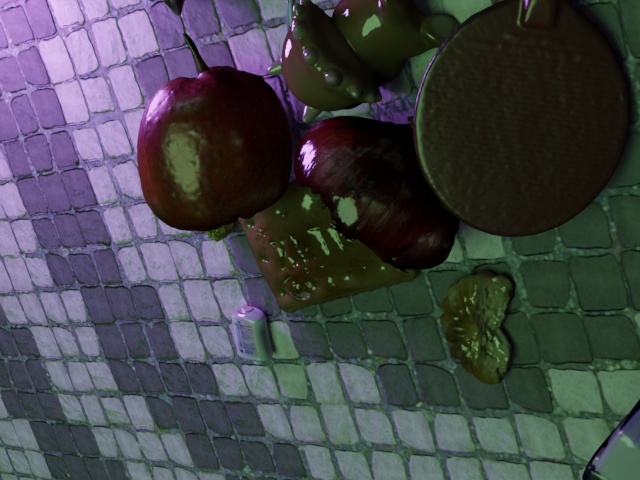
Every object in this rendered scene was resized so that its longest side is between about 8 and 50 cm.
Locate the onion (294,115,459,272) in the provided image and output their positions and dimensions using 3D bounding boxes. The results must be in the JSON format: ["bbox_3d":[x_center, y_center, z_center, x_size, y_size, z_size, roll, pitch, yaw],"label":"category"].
[{"bbox_3d":[0.104,-0.084,1.558,0.195,0.272,0.272,-44,80,18],"label":"onion"}]

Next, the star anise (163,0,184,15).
[{"bbox_3d":[-0.234,-0.473,1.743,0.209,0.089,0.231,29,133,26],"label":"star anise"}]

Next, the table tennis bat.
[{"bbox_3d":[0.258,-0.202,1.405,0.268,0.051,0.415,8,108,5],"label":"table tennis bat"}]

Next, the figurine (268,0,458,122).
[{"bbox_3d":[0.042,-0.269,1.544,0.247,0.173,0.177,-15,101,46],"label":"figurine"}]

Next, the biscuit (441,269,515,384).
[{"bbox_3d":[0.227,0.130,1.678,0.118,0.061,0.183,15,122,38],"label":"biscuit"}]

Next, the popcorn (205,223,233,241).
[{"bbox_3d":[-0.184,-0.040,1.955,0.068,0.059,0.083,-22,88,46],"label":"popcorn"}]

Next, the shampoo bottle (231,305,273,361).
[{"bbox_3d":[-0.125,0.163,2.023,0.072,0.043,0.099,10,118,38],"label":"shampoo bottle"}]

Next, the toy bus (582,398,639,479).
[{"bbox_3d":[0.569,0.305,1.356,0.440,0.209,0.249,34,130,23],"label":"toy bus"}]

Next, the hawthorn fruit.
[{"bbox_3d":[-0.175,-0.172,1.746,0.254,0.254,0.300,-8,104,44],"label":"hawthorn fruit"}]

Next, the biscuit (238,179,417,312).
[{"bbox_3d":[0.000,0.000,1.824,0.324,0.044,0.217,-17,102,45],"label":"biscuit"}]

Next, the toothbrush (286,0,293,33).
[{"bbox_3d":[-0.048,-0.382,1.676,0.013,0.019,0.193,18,125,34],"label":"toothbrush"}]
